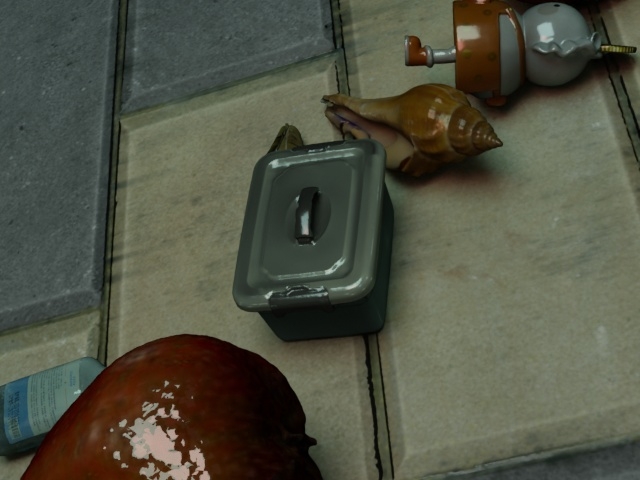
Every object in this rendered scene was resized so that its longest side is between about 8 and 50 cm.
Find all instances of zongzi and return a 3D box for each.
[{"bbox_3d":[-0.023,-0.110,1.519,0.083,0.040,0.076,12,52,17],"label":"zongzi"}]

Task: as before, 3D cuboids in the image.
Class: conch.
[{"bbox_3d":[0.109,-0.141,1.453,0.093,0.109,0.330,-11,18,-28],"label":"conch"}]

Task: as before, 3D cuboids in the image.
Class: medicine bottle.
[{"bbox_3d":[-0.287,0.181,1.387,0.208,0.053,0.090,-19,47,7],"label":"medicine bottle"}]

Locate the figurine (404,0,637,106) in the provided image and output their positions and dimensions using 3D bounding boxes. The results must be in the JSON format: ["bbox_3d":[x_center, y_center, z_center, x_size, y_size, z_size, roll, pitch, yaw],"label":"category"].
[{"bbox_3d":[0.236,-0.224,1.447,0.271,0.143,0.143,14,57,3],"label":"figurine"}]

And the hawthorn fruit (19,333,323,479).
[{"bbox_3d":[-0.165,0.250,1.135,0.369,0.285,0.284,-23,46,24],"label":"hawthorn fruit"}]

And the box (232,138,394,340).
[{"bbox_3d":[0.000,0.000,1.356,0.162,0.130,0.227,-7,52,18],"label":"box"}]

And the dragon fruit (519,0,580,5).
[{"bbox_3d":[0.325,-0.364,1.514,0.218,0.148,0.223,-18,42,51],"label":"dragon fruit"}]
